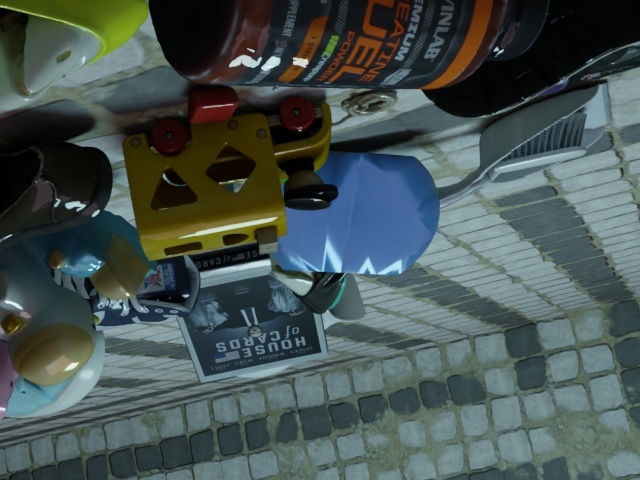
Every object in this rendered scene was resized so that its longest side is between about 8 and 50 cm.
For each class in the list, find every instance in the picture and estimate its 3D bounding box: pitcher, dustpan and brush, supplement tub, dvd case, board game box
[{"bbox_3d":[-0.069,0.104,1.532,0.207,0.125,0.178,-29,147,25],"label":"pitcher"},{"bbox_3d":[0.174,-0.075,1.044,0.211,0.060,0.147,-15,167,14],"label":"dustpan and brush"},{"bbox_3d":[0.021,-0.129,0.561,0.198,0.106,0.106,-4,166,-32],"label":"supplement tub"},{"bbox_3d":[-0.089,0.093,1.405,0.179,0.029,0.238,-12,141,-1],"label":"dvd case"},{"bbox_3d":[0.026,-0.032,1.041,0.169,0.033,0.133,3,124,-8],"label":"board game box"}]

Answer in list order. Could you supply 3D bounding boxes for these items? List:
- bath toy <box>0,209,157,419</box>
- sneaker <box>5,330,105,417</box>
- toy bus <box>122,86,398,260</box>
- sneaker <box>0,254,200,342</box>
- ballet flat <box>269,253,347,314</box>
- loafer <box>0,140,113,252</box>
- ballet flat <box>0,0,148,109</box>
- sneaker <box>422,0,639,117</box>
[{"bbox_3d":[-0.307,0.095,0.973,0.348,0.151,0.129,-36,169,17],"label":"bath toy"},{"bbox_3d":[-0.419,0.152,1.311,0.366,0.135,0.150,-14,172,33],"label":"sneaker"},{"bbox_3d":[-0.056,-0.042,0.879,0.202,0.104,0.191,-22,164,41],"label":"toy bus"},{"bbox_3d":[-0.236,0.049,1.134,0.153,0.099,0.282,-13,175,27],"label":"sneaker"},{"bbox_3d":[0.000,0.000,1.186,0.096,0.095,0.280,4,153,-18],"label":"ballet flat"},{"bbox_3d":[-0.265,-0.031,0.840,0.220,0.080,0.078,-21,155,20],"label":"loafer"},{"bbox_3d":[-0.174,-0.106,0.549,0.077,0.077,0.231,-20,165,33],"label":"ballet flat"},{"bbox_3d":[0.201,-0.156,0.677,0.283,0.107,0.124,-13,-177,26],"label":"sneaker"}]
